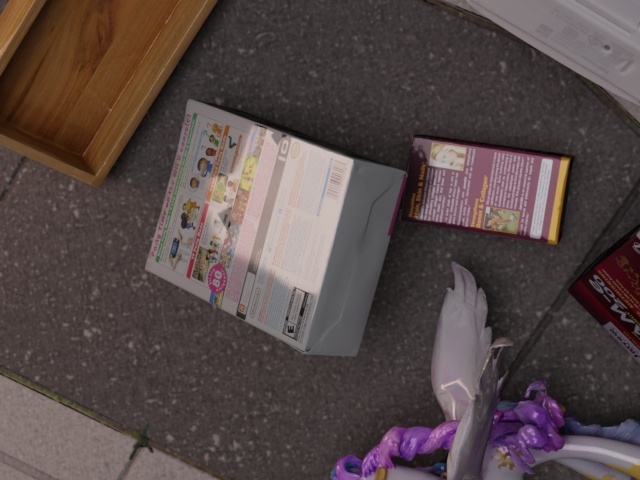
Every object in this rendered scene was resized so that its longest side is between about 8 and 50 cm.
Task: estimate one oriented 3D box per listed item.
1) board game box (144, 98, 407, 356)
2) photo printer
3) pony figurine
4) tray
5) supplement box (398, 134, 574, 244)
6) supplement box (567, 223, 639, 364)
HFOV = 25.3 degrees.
[{"bbox_3d":[-0.059,-0.020,1.661,0.303,0.097,0.224,24,102,43],"label":"board game box"},{"bbox_3d":[0.313,-0.323,1.534,0.256,0.107,0.307,29,57,-7],"label":"photo printer"},{"bbox_3d":[0.203,0.242,1.632,0.363,0.303,0.351,17,108,-4],"label":"pony figurine"},{"bbox_3d":[-0.253,-0.282,1.711,0.411,0.203,0.076,-55,38,12],"label":"tray"},{"bbox_3d":[0.196,-0.062,1.679,0.188,0.081,0.104,9,97,12],"label":"supplement box"},{"bbox_3d":[0.373,0.048,1.566,0.073,0.239,0.130,-42,83,-17],"label":"supplement box"}]
